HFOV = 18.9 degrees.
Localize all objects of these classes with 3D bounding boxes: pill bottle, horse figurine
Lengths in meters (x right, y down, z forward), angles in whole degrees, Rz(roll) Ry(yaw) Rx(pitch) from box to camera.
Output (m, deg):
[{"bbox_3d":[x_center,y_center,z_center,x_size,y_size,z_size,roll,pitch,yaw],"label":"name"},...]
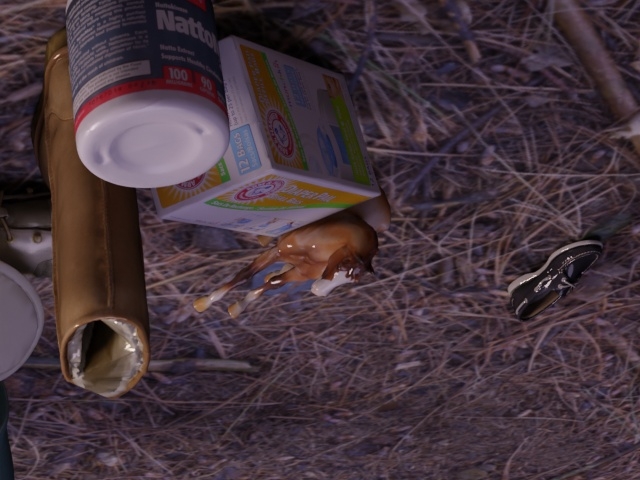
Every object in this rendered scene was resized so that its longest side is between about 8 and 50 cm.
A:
[{"bbox_3d":[-0.126,-0.139,1.363,0.108,0.180,0.108,-7,150,-4],"label":"pill bottle"},{"bbox_3d":[0.000,0.000,1.668,0.174,0.066,0.263,-30,-174,25],"label":"horse figurine"}]

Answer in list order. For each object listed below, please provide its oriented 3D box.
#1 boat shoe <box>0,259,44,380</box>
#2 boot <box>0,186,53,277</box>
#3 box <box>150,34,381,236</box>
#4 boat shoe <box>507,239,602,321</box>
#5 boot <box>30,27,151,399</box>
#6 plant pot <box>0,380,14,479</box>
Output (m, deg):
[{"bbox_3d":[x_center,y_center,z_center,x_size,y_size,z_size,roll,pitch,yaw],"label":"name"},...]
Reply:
[{"bbox_3d":[-0.348,0.039,1.576,0.319,0.099,0.116,24,94,-58],"label":"boat shoe"},{"bbox_3d":[-0.290,-0.023,1.627,0.165,0.077,0.213,-5,151,-10],"label":"boot"},{"bbox_3d":[-0.051,-0.077,1.500,0.103,0.114,0.203,-22,167,22],"label":"box"},{"bbox_3d":[0.236,0.040,1.913,0.046,0.038,0.125,18,141,-38],"label":"boat shoe"},{"bbox_3d":[-0.179,0.001,1.499,0.089,0.269,0.236,-6,150,-4],"label":"boot"},{"bbox_3d":[-0.415,0.231,1.865,0.272,0.271,0.255,5,133,-23],"label":"plant pot"}]
